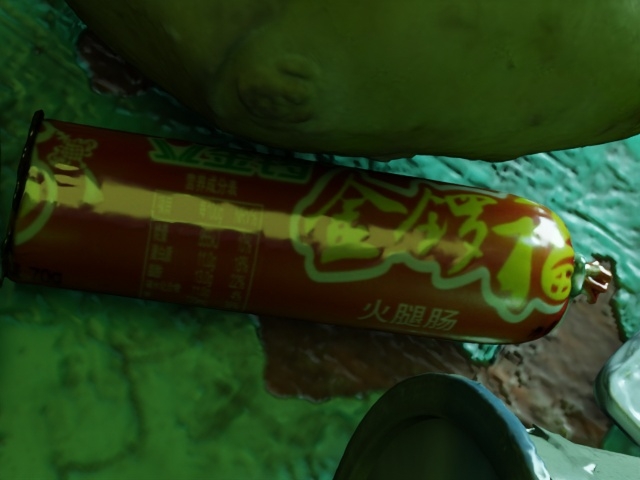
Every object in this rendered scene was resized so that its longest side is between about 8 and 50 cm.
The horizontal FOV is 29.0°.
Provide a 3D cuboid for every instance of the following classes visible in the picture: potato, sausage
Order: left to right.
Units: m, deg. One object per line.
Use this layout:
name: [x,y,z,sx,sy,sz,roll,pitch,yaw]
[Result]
sausage: [0.000,0.000,0.537,0.264,0.083,0.083,8,71,-9]
potato: [0.047,-0.115,0.520,0.300,0.246,0.196,-24,117,9]

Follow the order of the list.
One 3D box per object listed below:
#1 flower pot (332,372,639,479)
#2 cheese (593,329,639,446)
flower pot: [0.114,0.165,0.454,0.203,0.212,0.212,11,70,-23]
cheese: [0.216,0.009,0.582,0.235,0.050,0.127,-37,83,-20]
